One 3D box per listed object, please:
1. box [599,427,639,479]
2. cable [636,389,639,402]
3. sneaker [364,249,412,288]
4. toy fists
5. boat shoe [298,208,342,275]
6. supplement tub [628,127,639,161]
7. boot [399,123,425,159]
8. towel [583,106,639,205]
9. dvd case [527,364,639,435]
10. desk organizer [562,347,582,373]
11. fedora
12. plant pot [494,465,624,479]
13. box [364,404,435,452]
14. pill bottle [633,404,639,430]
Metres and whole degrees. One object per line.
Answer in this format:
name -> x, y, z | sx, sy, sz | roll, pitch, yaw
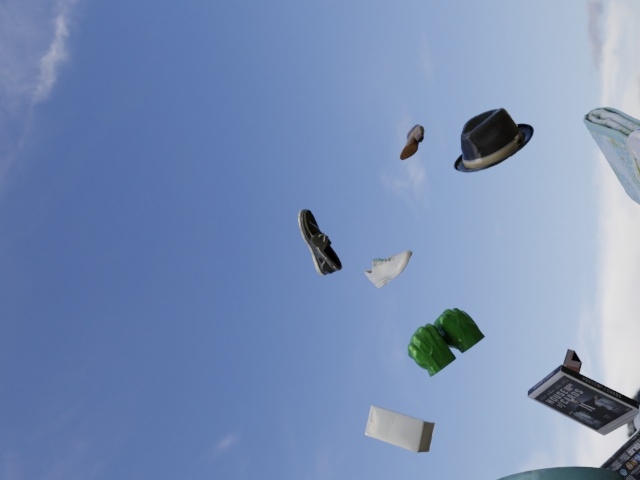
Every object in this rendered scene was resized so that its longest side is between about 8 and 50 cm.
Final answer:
box -> 0.769, 0.617, 1.123 | 0.060, 0.216, 0.270 | -1, -54, -44
cable -> 0.929, 0.387, 1.313 | 0.287, 0.072, 0.139 | 92, 172, -54
sneaker -> 0.225, 0.085, 1.622 | 0.094, 0.212, 0.080 | 39, -136, -2
toy fists -> 0.395, 0.317, 1.529 | 0.279, 0.096, 0.142 | -24, -110, -29
boat shoe -> 0.000, 0.000, 1.529 | 0.084, 0.079, 0.233 | -41, -69, -55
supplement tub -> 0.608, -0.185, 0.828 | 0.071, 0.107, 0.071 | 57, -168, -19
boot -> 0.300, -0.328, 1.570 | 0.042, 0.118, 0.087 | 33, -152, -26
towel -> 0.921, -0.218, 1.388 | 0.320, 0.090, 0.374 | 53, -157, -16
dvd case -> 0.744, 0.454, 1.344 | 0.029, 0.239, 0.179 | -57, -11, -42
desk organizer -> 0.868, 0.424, 1.633 | 0.130, 0.050, 0.047 | -23, -65, -54
fedora -> 0.642, -0.405, 1.832 | 0.334, 0.334, 0.152 | -48, -65, -39
plant pot -> 0.506, 0.613, 0.979 | 0.290, 0.290, 0.195 | 45, -149, -38
box -> 0.243, 0.572, 1.444 | 0.130, 0.171, 0.091 | 38, -116, -54
pill bottle -> 0.863, 0.417, 1.171 | 0.103, 0.103, 0.184 | -40, -29, -42
